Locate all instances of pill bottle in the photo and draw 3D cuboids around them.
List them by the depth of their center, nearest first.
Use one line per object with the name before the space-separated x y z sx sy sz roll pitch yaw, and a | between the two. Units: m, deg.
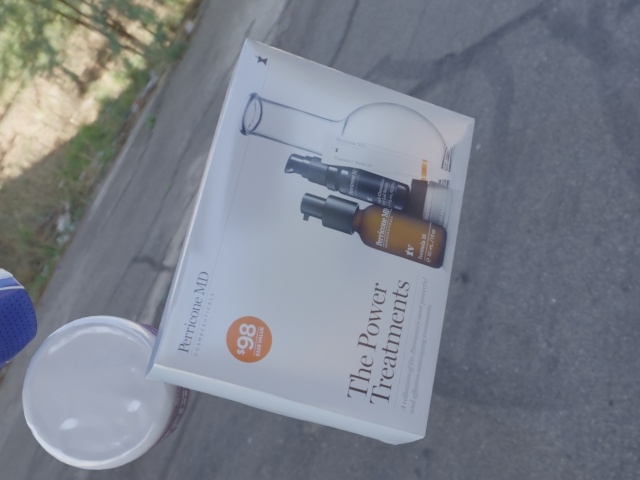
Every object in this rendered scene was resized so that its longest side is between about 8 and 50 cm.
pill bottle | -0.248 0.184 1.056 0.169 0.169 0.301 -63 -1 -8

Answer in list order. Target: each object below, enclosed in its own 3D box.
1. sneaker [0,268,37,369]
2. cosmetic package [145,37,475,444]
sneaker | -0.410 0.168 0.846 0.315 0.128 0.182 -33 40 -33
cosmetic package | 0.000 0.000 0.919 0.097 0.284 0.378 130 154 -66
